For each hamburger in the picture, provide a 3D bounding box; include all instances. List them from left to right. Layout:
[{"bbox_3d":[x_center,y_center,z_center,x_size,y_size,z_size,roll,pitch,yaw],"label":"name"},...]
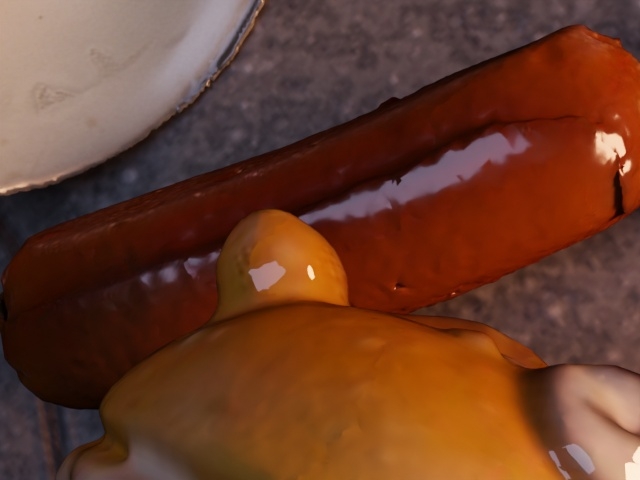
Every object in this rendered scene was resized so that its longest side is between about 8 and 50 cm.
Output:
[{"bbox_3d":[0.024,0.132,0.483,0.276,0.276,0.237,21,76,19],"label":"hamburger"}]

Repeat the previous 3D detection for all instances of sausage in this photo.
[{"bbox_3d":[0.000,0.000,0.588,0.330,0.102,0.102,-21,75,12],"label":"sausage"}]

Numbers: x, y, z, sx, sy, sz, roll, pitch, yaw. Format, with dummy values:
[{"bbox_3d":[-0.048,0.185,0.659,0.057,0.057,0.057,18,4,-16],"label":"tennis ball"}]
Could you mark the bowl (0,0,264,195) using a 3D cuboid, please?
[{"bbox_3d":[-0.175,-0.189,0.612,0.313,0.313,0.146,-53,43,2],"label":"bowl"}]
